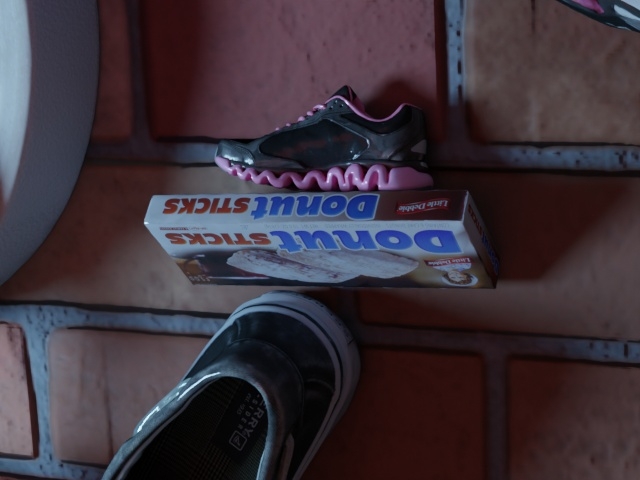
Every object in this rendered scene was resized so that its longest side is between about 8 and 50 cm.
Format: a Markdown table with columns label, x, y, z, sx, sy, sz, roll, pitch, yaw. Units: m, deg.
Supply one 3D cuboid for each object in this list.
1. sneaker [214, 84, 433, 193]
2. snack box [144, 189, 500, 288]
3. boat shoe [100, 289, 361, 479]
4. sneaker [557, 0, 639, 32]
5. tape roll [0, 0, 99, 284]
| label | x | y | z | sx | sy | sz | roll | pitch | yaw |
| --- | --- | --- | --- | --- | --- | --- | --- | --- | --- |
| sneaker | 0.002 | -0.053 | 0.749 | 0.119 | 0.047 | 0.057 | 4 | 92 | 18 |
| snack box | 0.000 | 0.000 | 0.749 | 0.178 | 0.064 | 0.022 | 0 | 56 | 24 |
| boat shoe | -0.096 | 0.172 | 0.795 | 0.121 | 0.119 | 0.335 | 32 | 113 | 15 |
| sneaker | 0.174 | -0.117 | 0.642 | 0.178 | 0.072 | 0.077 | 30 | 101 | 10 |
| tape roll | -0.312 | -0.124 | 0.857 | 0.392 | 0.072 | 0.392 | 5 | 102 | 23 |
